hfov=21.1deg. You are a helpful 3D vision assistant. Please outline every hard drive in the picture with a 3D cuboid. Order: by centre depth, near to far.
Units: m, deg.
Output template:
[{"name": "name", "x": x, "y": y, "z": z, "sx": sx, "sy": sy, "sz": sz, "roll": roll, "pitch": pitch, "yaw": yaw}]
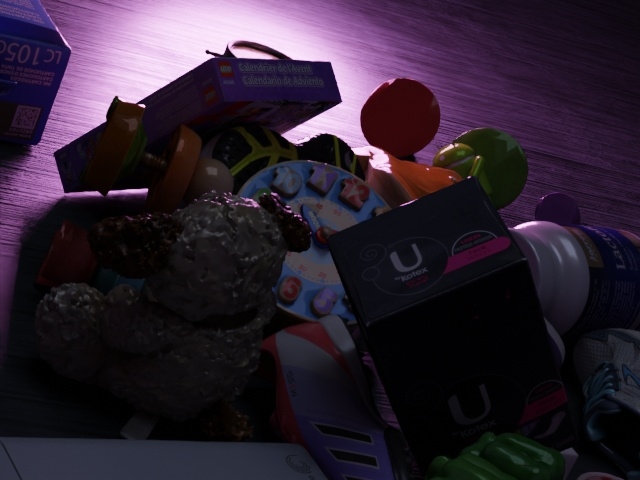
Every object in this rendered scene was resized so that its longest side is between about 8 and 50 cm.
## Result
[{"name": "hard drive", "x": -0.118, "y": 0.256, "z": 1.482, "sx": 0.353, "sy": 0.047, "sz": 0.233, "roll": 7, "pitch": 29, "yaw": -36}]

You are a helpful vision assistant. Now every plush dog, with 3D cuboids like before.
[{"name": "plush dog", "x": -0.116, "y": 0.056, "z": 1.643, "sx": 0.262, "sy": 0.225, "sz": 0.210, "roll": -11, "pitch": 41, "yaw": -34}]

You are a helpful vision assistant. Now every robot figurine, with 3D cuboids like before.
[{"name": "robot figurine", "x": 0.202, "y": -0.088, "z": 2.459, "sx": 0.067, "sy": 0.101, "sz": 0.115, "roll": -24, "pitch": 90, "yaw": -34}]

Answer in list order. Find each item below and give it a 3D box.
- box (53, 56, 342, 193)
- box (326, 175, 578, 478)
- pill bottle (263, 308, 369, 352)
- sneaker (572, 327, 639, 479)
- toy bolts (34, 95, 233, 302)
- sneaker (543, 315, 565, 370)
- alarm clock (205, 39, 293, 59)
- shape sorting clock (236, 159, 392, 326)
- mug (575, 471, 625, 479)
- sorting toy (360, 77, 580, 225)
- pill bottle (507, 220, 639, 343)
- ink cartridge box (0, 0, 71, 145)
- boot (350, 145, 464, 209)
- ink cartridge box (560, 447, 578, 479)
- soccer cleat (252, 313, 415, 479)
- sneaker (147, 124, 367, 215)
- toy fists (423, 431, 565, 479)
[{"name": "box", "x": -0.146, "y": -0.134, "z": 2.024, "sx": 0.201, "sy": 0.293, "sz": 0.057, "roll": -5, "pitch": 75, "yaw": -49}, {"name": "box", "x": 0.133, "y": 0.100, "z": 1.684, "sx": 0.165, "sy": 0.270, "sz": 0.143, "roll": -23, "pitch": 40, "yaw": -1}, {"name": "pill bottle", "x": -0.013, "y": 0.055, "z": 1.923, "sx": 0.209, "sy": 0.119, "sz": 0.119, "roll": 18, "pitch": 24, "yaw": -15}, {"name": "sneaker", "x": 0.355, "y": 0.189, "z": 1.999, "sx": 0.122, "sy": 0.110, "sz": 0.283, "roll": 7, "pitch": 28, "yaw": -27}, {"name": "toy bolts", "x": -0.180, "y": -0.023, "z": 1.788, "sx": 0.159, "sy": 0.228, "sz": 0.218, "roll": 24, "pitch": -7, "yaw": -10}, {"name": "sneaker", "x": 0.179, "y": 0.083, "z": 1.962, "sx": 0.283, "sy": 0.107, "sz": 0.124, "roll": 46, "pitch": 30, "yaw": -15}, {"name": "alarm clock", "x": -0.074, "y": -0.237, "z": 2.569, "sx": 0.192, "sy": 0.064, "sz": 0.129, "roll": 30, "pitch": 23, "yaw": 20}, {"name": "shape sorting clock", "x": 0.000, "y": 0.000, "z": 1.861, "sx": 0.206, "sy": 0.040, "sz": 0.206, "roll": 13, "pitch": 53, "yaw": -18}, {"name": "mug", "x": 0.231, "y": 0.308, "z": 1.540, "sx": 0.113, "sy": 0.169, "sz": 0.150, "roll": 30, "pitch": 23, "yaw": 14}, {"name": "sorting toy", "x": 0.228, "y": -0.105, "z": 2.564, "sx": 0.366, "sy": 0.127, "sz": 0.126, "roll": 33, "pitch": -5, "yaw": 14}, {"name": "pill bottle", "x": 0.301, "y": 0.054, "z": 2.155, "sx": 0.265, "sy": 0.153, "sz": 0.153, "roll": 4, "pitch": 29, "yaw": -48}, {"name": "ink cartridge box", "x": -0.483, "y": -0.257, "z": 2.123, "sx": 0.270, "sy": 0.151, "sz": 0.395, "roll": 8, "pitch": 29, "yaw": -32}, {"name": "boot", "x": 0.137, "y": -0.050, "z": 2.312, "sx": 0.211, "sy": 0.104, "sz": 0.295, "roll": 6, "pitch": 24, "yaw": -35}, {"name": "ink cartridge box", "x": 0.192, "y": 0.216, "z": 1.835, "sx": 0.115, "sy": 0.067, "sz": 0.198, "roll": 7, "pitch": 29, "yaw": -33}, {"name": "soccer cleat", "x": 0.014, "y": 0.200, "z": 1.688, "sx": 0.116, "sy": 0.108, "sz": 0.318, "roll": -14, "pitch": 42, "yaw": -10}, {"name": "sneaker", "x": -0.062, "y": -0.057, "z": 2.085, "sx": 0.385, "sy": 0.147, "sz": 0.145, "roll": 19, "pitch": 61, "yaw": -57}, {"name": "toy fists", "x": 0.134, "y": 0.245, "z": 1.518, "sx": 0.096, "sy": 0.142, "sz": 0.279, "roll": 37, "pitch": 20, "yaw": 20}]
